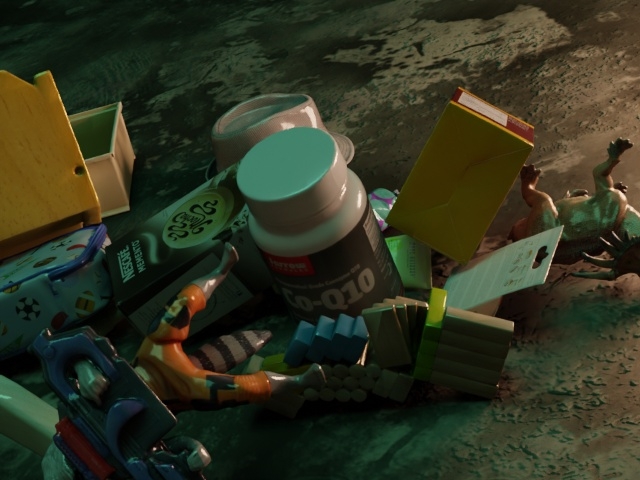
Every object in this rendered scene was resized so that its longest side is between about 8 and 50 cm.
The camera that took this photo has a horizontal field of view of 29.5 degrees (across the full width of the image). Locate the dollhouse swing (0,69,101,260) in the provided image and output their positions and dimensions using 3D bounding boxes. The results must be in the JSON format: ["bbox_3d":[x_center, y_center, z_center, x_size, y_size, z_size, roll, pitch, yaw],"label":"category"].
[{"bbox_3d":[-0.565,-0.087,1.978,0.346,0.315,0.305,-21,10,-13],"label":"dollhouse swing"}]

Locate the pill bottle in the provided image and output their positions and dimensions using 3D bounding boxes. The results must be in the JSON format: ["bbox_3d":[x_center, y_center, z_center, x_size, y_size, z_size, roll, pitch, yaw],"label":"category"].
[{"bbox_3d":[0.000,0.000,1.608,0.161,0.283,0.161,-14,42,13],"label":"pill bottle"}]

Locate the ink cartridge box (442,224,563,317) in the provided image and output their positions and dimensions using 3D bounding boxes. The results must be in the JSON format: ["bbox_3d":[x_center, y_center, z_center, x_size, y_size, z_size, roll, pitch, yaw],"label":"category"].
[{"bbox_3d":[0.239,0.059,1.605,0.179,0.045,0.145,-21,21,32],"label":"ink cartridge box"}]

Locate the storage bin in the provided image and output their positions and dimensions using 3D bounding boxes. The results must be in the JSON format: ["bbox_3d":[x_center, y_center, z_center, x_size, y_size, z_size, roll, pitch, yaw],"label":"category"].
[{"bbox_3d":[-0.493,-0.132,2.317,0.260,0.123,0.262,-15,28,1],"label":"storage bin"}]

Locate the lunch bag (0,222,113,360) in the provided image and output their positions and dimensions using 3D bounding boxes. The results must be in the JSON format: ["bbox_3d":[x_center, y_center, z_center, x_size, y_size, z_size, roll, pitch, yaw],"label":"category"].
[{"bbox_3d":[-0.459,0.082,1.871,0.303,0.115,0.243,-20,19,8],"label":"lunch bag"}]

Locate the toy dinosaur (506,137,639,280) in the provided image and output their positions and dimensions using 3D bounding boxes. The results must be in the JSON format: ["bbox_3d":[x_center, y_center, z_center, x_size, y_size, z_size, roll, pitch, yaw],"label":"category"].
[{"bbox_3d":[0.351,-0.009,1.659,0.295,0.127,0.200,-11,53,39],"label":"toy dinosaur"}]

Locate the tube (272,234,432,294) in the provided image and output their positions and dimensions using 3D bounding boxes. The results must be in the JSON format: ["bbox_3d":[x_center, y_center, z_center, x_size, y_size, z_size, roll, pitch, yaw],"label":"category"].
[{"bbox_3d":[0.046,0.037,1.782,0.240,0.070,0.062,-5,19,17],"label":"tube"}]

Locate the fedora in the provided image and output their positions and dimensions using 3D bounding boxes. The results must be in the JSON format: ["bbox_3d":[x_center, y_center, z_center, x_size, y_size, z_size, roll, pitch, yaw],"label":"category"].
[{"bbox_3d":[-0.086,-0.189,2.206,0.275,0.124,0.244,-13,28,6],"label":"fedora"}]

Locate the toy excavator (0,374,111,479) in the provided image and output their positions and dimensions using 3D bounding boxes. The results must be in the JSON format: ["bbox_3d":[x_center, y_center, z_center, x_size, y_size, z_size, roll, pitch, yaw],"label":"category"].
[{"bbox_3d":[-0.500,0.207,1.548,0.445,0.433,0.222,-30,12,44],"label":"toy excavator"}]

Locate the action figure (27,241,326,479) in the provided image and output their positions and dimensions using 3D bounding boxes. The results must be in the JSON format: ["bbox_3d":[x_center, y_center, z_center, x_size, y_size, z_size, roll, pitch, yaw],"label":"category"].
[{"bbox_3d":[-0.160,0.211,1.382,0.330,0.341,0.178,-33,-3,-15],"label":"action figure"}]

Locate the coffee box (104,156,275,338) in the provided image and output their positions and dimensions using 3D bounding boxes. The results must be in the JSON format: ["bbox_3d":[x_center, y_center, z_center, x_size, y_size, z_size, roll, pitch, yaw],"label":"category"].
[{"bbox_3d":[-0.156,0.011,1.783,0.297,0.119,0.168,-33,34,3],"label":"coffee box"}]

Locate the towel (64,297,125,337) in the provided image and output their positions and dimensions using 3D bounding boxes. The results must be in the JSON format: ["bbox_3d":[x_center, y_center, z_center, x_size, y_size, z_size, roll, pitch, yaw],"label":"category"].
[{"bbox_3d":[-0.352,0.112,1.887,0.148,0.027,0.110,4,34,45],"label":"towel"}]

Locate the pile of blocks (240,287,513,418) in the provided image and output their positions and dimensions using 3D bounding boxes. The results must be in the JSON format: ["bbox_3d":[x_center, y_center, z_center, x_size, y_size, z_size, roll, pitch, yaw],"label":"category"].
[{"bbox_3d":[0.067,0.122,1.524,0.362,0.149,0.113,-8,29,15],"label":"pile of blocks"}]

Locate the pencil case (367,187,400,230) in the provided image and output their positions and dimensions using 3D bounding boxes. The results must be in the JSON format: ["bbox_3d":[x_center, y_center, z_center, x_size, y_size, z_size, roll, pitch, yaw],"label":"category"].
[{"bbox_3d":[0.068,-0.021,1.876,0.070,0.064,0.151,36,49,13],"label":"pencil case"}]

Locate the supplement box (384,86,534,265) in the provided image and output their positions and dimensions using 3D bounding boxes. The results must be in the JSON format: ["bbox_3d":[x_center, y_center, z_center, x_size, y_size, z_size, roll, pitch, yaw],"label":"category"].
[{"bbox_3d":[0.200,-0.095,1.721,0.129,0.191,0.194,28,17,3],"label":"supplement box"}]
